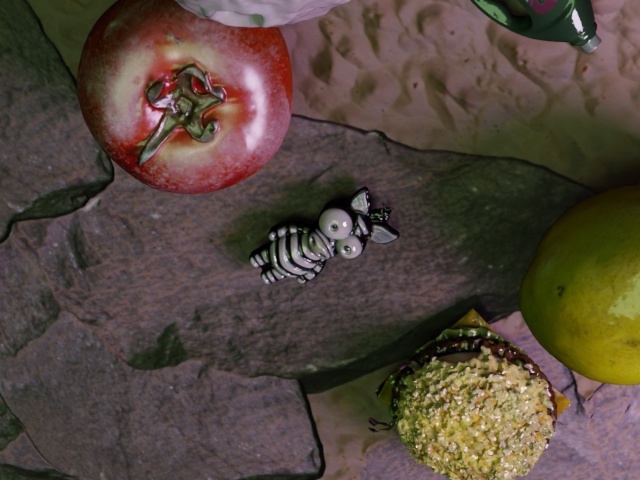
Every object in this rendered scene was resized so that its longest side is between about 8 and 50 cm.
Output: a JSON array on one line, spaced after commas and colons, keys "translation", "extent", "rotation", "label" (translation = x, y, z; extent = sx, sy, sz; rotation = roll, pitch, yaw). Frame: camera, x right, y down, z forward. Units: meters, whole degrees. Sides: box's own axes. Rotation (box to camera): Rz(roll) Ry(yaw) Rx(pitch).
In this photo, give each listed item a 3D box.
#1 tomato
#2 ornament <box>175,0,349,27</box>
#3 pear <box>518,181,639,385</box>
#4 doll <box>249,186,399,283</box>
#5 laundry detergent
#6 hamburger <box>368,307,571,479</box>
[{"translation": [-0.167, -0.197, 1.712], "extent": [0.270, 0.227, 0.270], "rotation": [-1, 115, -2], "label": "tomato"}, {"translation": [-0.079, -0.394, 1.503], "extent": [0.337, 0.337, 0.337], "rotation": [8, 120, 13], "label": "ornament"}, {"translation": [0.394, 0.048, 1.653], "extent": [0.307, 0.253, 0.253], "rotation": [-29, 107, 40], "label": "pear"}, {"translation": [0.000, 0.000, 1.863], "extent": [0.219, 0.067, 0.091], "rotation": [-25, 106, 26], "label": "doll"}, {"translation": [0.249, -0.300, 1.623], "extent": [0.137, 0.063, 0.211], "rotation": [-34, 106, 33], "label": "laundry detergent"}, {"translation": [0.201, 0.238, 1.889], "extent": [0.243, 0.139, 0.261], "rotation": [41, 121, -8], "label": "hamburger"}]
